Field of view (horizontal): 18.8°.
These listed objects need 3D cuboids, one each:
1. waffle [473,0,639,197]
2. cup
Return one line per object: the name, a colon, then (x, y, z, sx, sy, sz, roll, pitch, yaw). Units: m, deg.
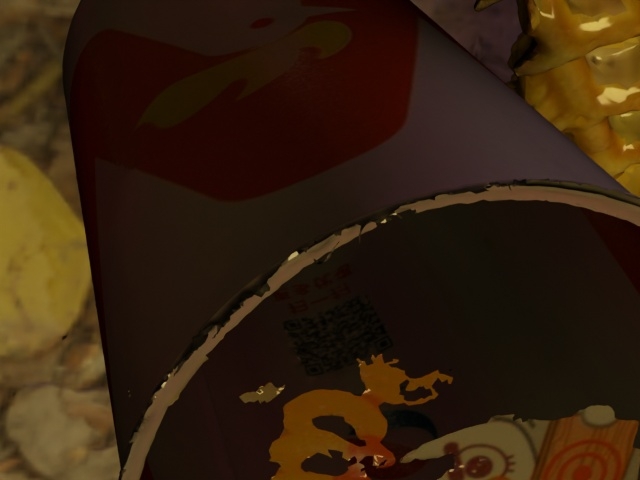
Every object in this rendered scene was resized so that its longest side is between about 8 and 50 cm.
waffle: (0.197, -0.084, 0.739, 0.329, 0.062, 0.329, -5, 147, -4)
cup: (0.000, 0.000, 0.647, 0.203, 0.288, 0.203, -8, 121, -13)
